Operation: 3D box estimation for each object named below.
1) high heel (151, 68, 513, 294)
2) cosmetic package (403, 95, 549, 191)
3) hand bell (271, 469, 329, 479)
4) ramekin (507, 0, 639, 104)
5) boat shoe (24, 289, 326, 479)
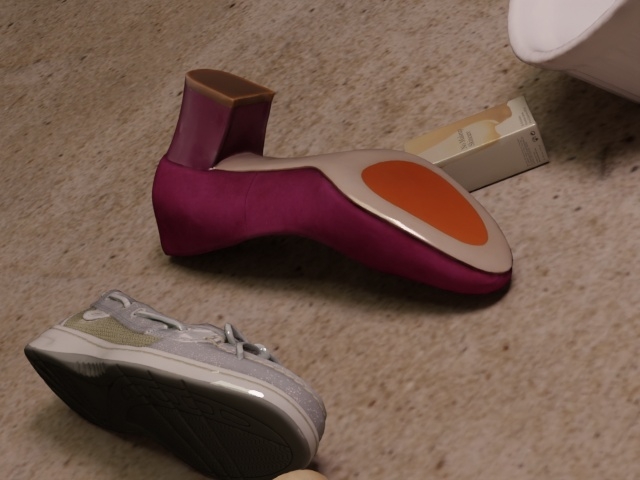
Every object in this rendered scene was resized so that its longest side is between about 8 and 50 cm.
[{"bbox_3d":[0.000,0.000,1.158,0.127,0.181,0.377,-10,33,-41],"label":"high heel"},{"bbox_3d":[0.133,-0.077,1.180,0.115,0.041,0.060,-21,30,8],"label":"cosmetic package"},{"bbox_3d":[0.061,0.227,0.729,0.242,0.126,0.126,21,53,36],"label":"hand bell"},{"bbox_3d":[0.285,-0.242,1.119,0.277,0.135,0.277,-56,20,31],"label":"ramekin"},{"bbox_3d":[-0.104,0.095,1.023,0.320,0.118,0.103,4,45,52],"label":"boat shoe"}]
